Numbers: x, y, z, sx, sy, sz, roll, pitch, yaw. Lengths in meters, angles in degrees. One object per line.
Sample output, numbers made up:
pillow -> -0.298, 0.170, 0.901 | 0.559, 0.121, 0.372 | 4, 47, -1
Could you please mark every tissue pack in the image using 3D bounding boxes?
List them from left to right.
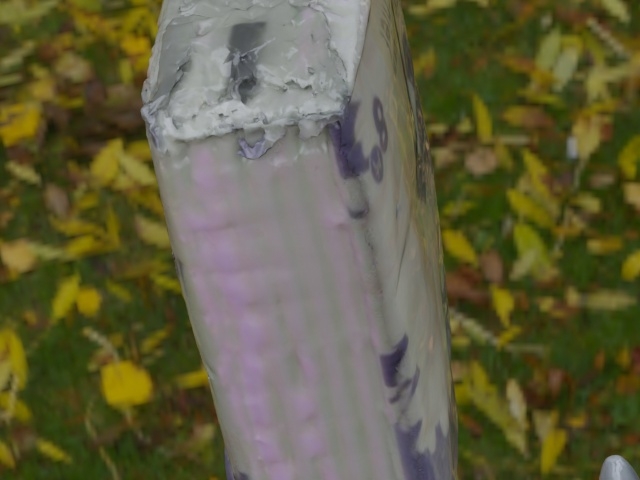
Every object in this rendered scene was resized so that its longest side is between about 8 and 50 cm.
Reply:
tissue pack -> 0.000, 0.000, 1.050 | 0.125, 0.344, 0.242 | -4, 38, 9

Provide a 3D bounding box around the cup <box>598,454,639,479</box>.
cup -> 0.282, 0.181, 1.045 | 0.299, 0.173, 0.167 | -3, 19, 45
